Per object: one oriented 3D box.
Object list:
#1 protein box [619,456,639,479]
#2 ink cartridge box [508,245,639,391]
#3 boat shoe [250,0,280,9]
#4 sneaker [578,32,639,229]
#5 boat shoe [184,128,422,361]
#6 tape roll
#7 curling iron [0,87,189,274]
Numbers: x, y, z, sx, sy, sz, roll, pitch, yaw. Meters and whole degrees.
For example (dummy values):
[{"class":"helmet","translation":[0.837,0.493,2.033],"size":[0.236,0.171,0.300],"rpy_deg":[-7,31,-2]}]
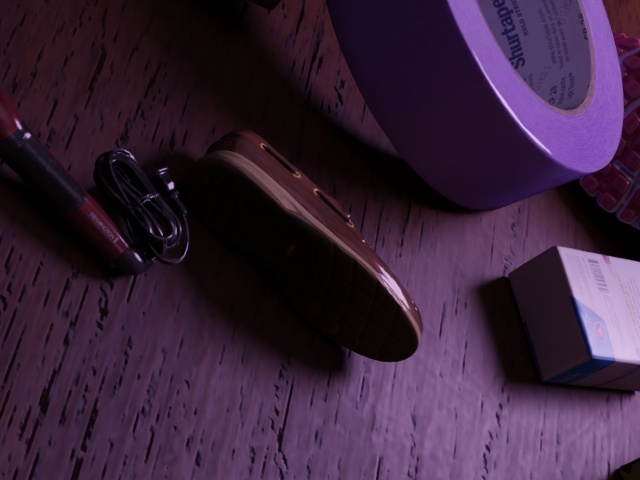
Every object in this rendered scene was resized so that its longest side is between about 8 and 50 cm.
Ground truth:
[{"class":"protein box","translation":[0.356,0.211,1.081],"size":[0.201,0.136,0.200],"rpy_deg":[-5,66,-48]},{"class":"ink cartridge box","translation":[0.204,0.059,1.103],"size":[0.122,0.052,0.089],"rpy_deg":[9,57,-41]},{"class":"boat shoe","translation":[-0.035,-0.289,1.069],"size":[0.098,0.109,0.302],"rpy_deg":[24,50,-11]},{"class":"sneaker","translation":[0.294,-0.035,1.237],"size":[0.299,0.121,0.112],"rpy_deg":[53,9,-1]},{"class":"boat shoe","translation":[-0.001,0.000,0.921],"size":[0.178,0.064,0.060],"rpy_deg":[43,41,-11]},{"class":"tape roll","translation":[0.116,-0.164,1.101],"size":[0.275,0.090,0.275],"rpy_deg":[33,47,-43]},{"class":"curling iron","translation":[-0.178,-0.077,0.815],"size":[0.274,0.035,0.068],"rpy_deg":[40,36,-19]}]
